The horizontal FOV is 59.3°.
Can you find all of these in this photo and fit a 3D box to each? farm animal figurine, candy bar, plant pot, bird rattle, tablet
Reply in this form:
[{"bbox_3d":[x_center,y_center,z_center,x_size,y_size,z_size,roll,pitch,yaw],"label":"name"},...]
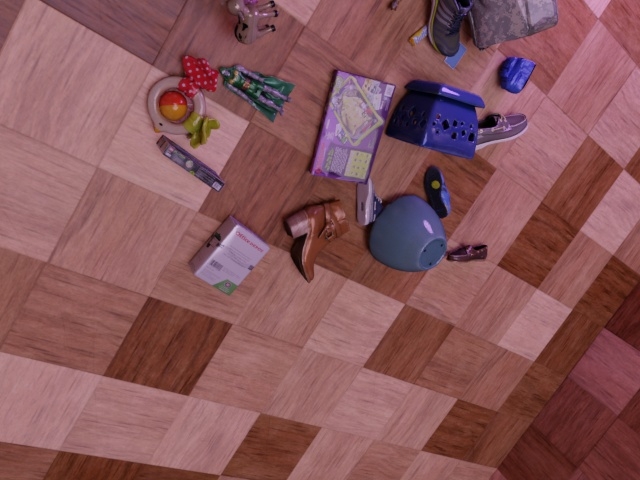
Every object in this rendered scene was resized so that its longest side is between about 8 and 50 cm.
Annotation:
[{"bbox_3d":[-0.201,-0.682,1.420,0.172,0.327,0.330,-27,107,-26],"label":"farm animal figurine"},{"bbox_3d":[0.358,-0.701,1.858,0.161,0.018,0.040,-41,125,-3],"label":"candy bar"},{"bbox_3d":[0.395,-0.415,1.898,0.236,0.236,0.212,9,105,-29],"label":"plant pot"},{"bbox_3d":[-0.387,-0.390,1.594,0.207,0.143,0.253,-5,115,-6],"label":"bird rattle"},{"bbox_3d":[0.352,0.003,2.079,0.290,0.195,0.290,-19,127,-27],"label":"plant pot"},{"bbox_3d":[0.468,-0.643,1.949,0.054,0.006,0.083,29,99,-34],"label":"tablet"}]

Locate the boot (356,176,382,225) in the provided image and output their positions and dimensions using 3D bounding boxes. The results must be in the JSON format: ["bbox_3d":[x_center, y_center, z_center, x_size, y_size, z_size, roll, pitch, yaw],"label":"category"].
[{"bbox_3d":[0.182,-0.151,2.034,0.086,0.069,0.190,-18,125,-33],"label":"boot"}]

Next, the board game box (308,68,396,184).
[{"bbox_3d":[0.102,-0.370,1.866,0.208,0.056,0.346,8,111,-22],"label":"board game box"}]

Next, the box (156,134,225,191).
[{"bbox_3d":[-0.387,-0.229,1.678,0.207,0.114,0.036,36,96,-35],"label":"box"}]

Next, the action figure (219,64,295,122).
[{"bbox_3d":[-0.201,-0.457,1.687,0.232,0.063,0.137,22,107,-29],"label":"action figure"}]

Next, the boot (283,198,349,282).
[{"bbox_3d":[0.000,0.000,2.004,0.220,0.109,0.283,-23,116,-19],"label":"boot"}]

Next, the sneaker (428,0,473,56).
[{"bbox_3d":[0.416,-0.719,1.783,0.111,0.121,0.300,-30,135,-15],"label":"sneaker"}]

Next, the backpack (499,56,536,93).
[{"bbox_3d":[0.699,-0.598,2.034,0.101,0.098,0.120,20,107,-2],"label":"backpack"}]

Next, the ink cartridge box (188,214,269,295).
[{"bbox_3d":[-0.302,0.050,1.874,0.219,0.092,0.160,-49,126,3],"label":"ink cartridge box"}]

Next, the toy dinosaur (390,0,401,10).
[{"bbox_3d":[0.295,-0.803,1.763,0.211,0.064,0.112,-32,151,-6],"label":"toy dinosaur"}]

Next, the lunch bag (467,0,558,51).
[{"bbox_3d":[0.586,-0.796,1.806,0.256,0.212,0.305,-21,121,5],"label":"lunch bag"}]

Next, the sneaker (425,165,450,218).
[{"bbox_3d":[0.452,-0.190,2.148,0.082,0.069,0.209,-46,124,-51],"label":"sneaker"}]

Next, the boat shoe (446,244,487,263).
[{"bbox_3d":[0.610,0.051,2.337,0.207,0.073,0.073,-5,115,-32],"label":"boat shoe"}]

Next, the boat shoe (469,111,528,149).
[{"bbox_3d":[0.639,-0.418,2.086,0.305,0.109,0.091,-20,127,-11],"label":"boat shoe"}]
